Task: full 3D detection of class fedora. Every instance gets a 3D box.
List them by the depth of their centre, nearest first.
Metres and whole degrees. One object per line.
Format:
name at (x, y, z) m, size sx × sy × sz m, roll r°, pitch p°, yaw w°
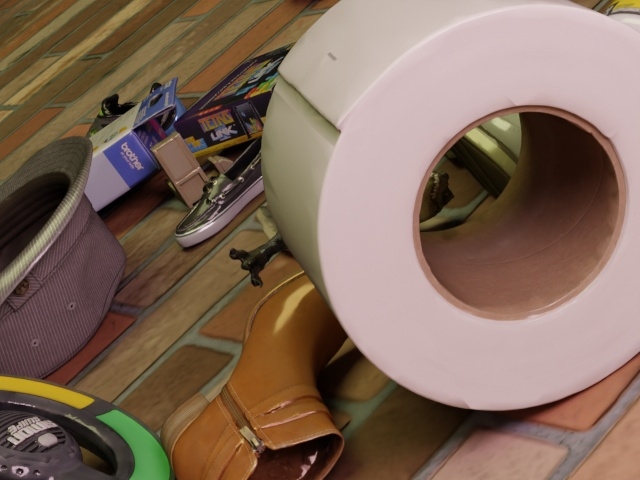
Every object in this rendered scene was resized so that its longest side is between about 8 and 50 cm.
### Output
fedora at (-0.276, 0.042, 1.405) m, size 0.275 × 0.124 × 0.243 m, roll -53°, pitch 26°, yaw -22°

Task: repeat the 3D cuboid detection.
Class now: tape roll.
tape roll at (0.097, -0.039, 0.922) m, size 0.246 × 0.246 × 0.169 m, roll -34°, pitch 22°, yaw -1°

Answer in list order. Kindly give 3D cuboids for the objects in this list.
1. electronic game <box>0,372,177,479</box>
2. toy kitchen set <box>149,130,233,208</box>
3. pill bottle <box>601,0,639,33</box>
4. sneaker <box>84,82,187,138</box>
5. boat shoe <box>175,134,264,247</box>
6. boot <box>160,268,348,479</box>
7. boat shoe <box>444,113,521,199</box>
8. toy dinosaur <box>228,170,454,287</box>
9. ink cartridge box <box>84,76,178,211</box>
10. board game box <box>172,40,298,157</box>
electronic game at (-0.211, 0.148, 1.042) m, size 0.229 × 0.229 × 0.048 m, roll -120°, pitch 44°, yaw -68°
toy kitchen set at (-0.136, -0.088, 1.549) m, size 0.068 × 0.075 × 0.083 m, roll -35°, pitch 22°, yaw -8°
pill bottle at (0.283, -0.174, 1.130) m, size 0.103 × 0.103 × 0.184 m, roll -4°, pitch 37°, yaw 50°
sneaker at (-0.250, -0.132, 1.785) m, size 0.188 × 0.078 × 0.067 m, roll -27°, pitch 23°, yaw 17°
boat shoe at (-0.093, -0.049, 1.457) m, size 0.142 × 0.040 × 0.049 m, roll -42°, pitch 24°, yaw -20°
boot at (-0.017, 0.105, 1.011) m, size 0.197 × 0.073 × 0.152 m, roll -49°, pitch 23°, yaw -7°
boat shoe at (0.137, -0.111, 1.186) m, size 0.103 × 0.113 × 0.302 m, roll -38°, pitch 21°, yaw 3°
toy dinosaur at (0.000, 0.000, 1.218) m, size 0.118 × 0.064 × 0.268 m, roll -41°, pitch 20°, yaw -34°
ink cartridge box at (-0.273, -0.061, 1.652) m, size 0.311 × 0.065 × 0.186 m, roll -36°, pitch 14°, yaw 6°
board game box at (-0.058, -0.161, 1.606) m, size 0.141 × 0.048 × 0.170 m, roll -14°, pitch 22°, yaw 35°
